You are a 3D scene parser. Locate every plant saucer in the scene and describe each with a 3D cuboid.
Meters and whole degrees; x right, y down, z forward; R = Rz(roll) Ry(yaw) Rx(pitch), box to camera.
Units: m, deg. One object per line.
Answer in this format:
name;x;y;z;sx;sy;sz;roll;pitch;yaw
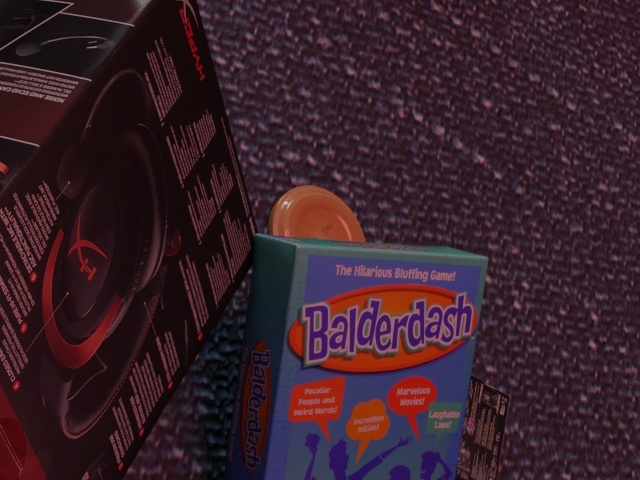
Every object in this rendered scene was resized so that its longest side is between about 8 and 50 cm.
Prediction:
plant saucer;0.000;0.000;1.007;0.083;0.013;0.083;17;61;-34

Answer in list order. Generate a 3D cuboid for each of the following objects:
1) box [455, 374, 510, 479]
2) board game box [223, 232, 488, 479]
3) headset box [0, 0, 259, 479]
box;0.102;0.137;1.028;0.067;0.018;0.083;30;55;-26
board game box;0.021;0.105;0.897;0.160;0.047;0.210;3;97;-38
headset box;-0.155;0.021;0.736;0.218;0.110;0.293;77;32;-44
